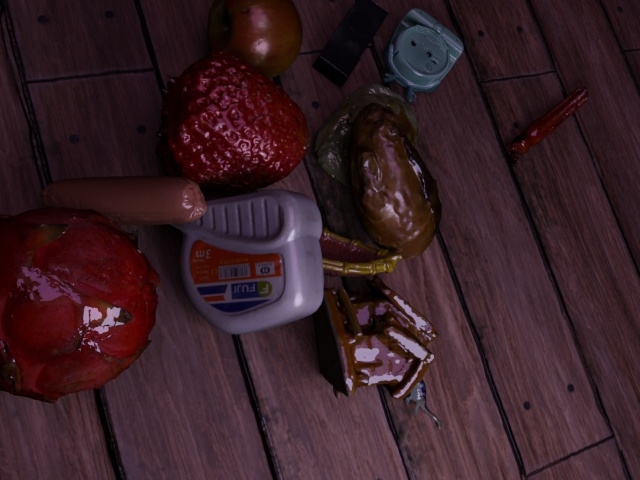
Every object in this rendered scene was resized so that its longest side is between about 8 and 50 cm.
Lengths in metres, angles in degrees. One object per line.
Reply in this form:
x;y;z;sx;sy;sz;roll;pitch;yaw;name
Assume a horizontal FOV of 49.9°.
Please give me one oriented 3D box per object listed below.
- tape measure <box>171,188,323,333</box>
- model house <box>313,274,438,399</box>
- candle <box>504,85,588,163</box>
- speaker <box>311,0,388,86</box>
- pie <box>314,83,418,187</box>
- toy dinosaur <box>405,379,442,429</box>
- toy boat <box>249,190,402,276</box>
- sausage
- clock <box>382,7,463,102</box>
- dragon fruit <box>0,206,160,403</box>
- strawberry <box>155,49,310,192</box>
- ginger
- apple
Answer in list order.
-0.124;0.028;1.201;0.130;0.258;0.265;3;82;-65;tape measure
0.111;0.173;1.274;0.229;0.199;0.220;-6;88;-18;model house
0.554;-0.289;1.662;0.329;0.051;0.048;-38;80;-27;candle
0.069;-0.446;1.527;0.082;0.044;0.218;35;64;-8;speaker
0.112;-0.213;1.446;0.201;0.090;0.248;41;68;-10;pie
0.184;0.292;1.347;0.058;0.037;0.180;-19;88;-49;toy dinosaur
-0.004;0.004;1.316;0.317;0.099;0.141;24;32;-5;toy boat
-0.335;-0.067;1.166;0.288;0.086;0.086;1;70;13;sausage
0.223;-0.411;1.565;0.159;0.066;0.211;33;66;-8;clock
-0.403;0.095;1.048;0.301;0.295;0.296;-1;73;-42;dragon fruit
-0.155;-0.207;1.253;0.276;0.257;0.258;11;69;-5;strawberry
0.140;-0.099;1.327;0.165;0.172;0.321;-11;116;14;ginger
-0.126;-0.411;1.361;0.195;0.196;0.196;6;71;-19;apple
